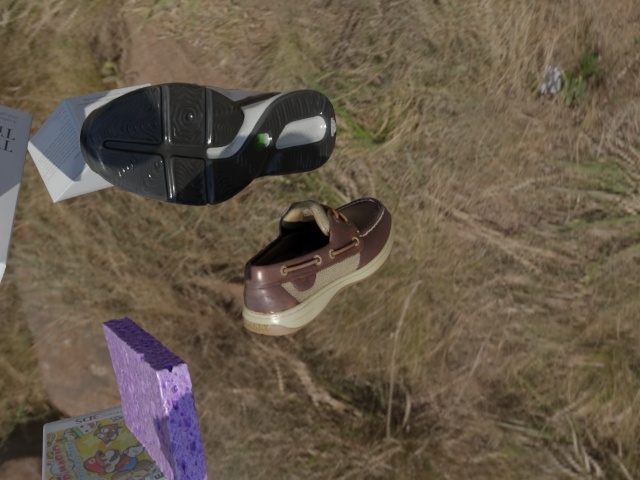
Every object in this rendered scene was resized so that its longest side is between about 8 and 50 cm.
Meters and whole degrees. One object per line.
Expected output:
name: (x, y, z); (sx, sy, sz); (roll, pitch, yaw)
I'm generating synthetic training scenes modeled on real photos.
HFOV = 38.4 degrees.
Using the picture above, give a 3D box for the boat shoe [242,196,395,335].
boat shoe: (0.000, 0.000, 1.283); (0.123, 0.342, 0.123); (8, 119, 34)

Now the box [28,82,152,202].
box: (-0.380, -0.171, 1.598); (0.182, 0.181, 0.119); (-32, 82, 46)

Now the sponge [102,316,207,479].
sponge: (-0.161, 0.150, 0.877); (0.031, 0.210, 0.117); (-14, 103, -24)

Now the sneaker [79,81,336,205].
sneaker: (-0.210, -0.152, 1.380); (0.257, 0.447, 0.169); (9, 103, 41)

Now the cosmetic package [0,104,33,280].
cosmetic package: (-0.576, -0.092, 1.158); (0.377, 0.284, 0.097); (14, 137, -23)

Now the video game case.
video game case: (-0.338, 0.342, 1.463); (0.206, 0.227, 0.026); (-13, 119, -9)
